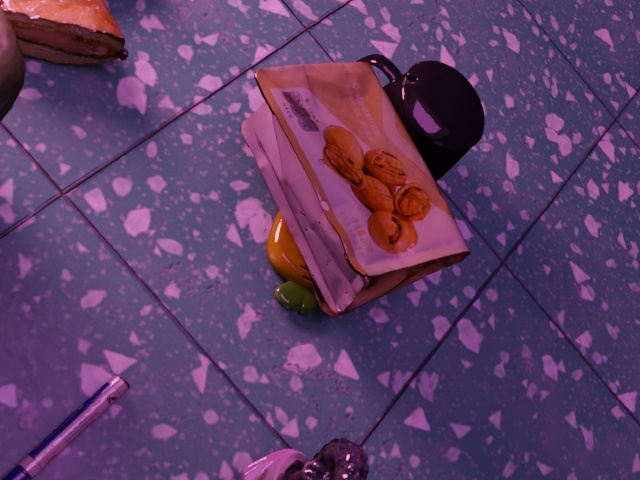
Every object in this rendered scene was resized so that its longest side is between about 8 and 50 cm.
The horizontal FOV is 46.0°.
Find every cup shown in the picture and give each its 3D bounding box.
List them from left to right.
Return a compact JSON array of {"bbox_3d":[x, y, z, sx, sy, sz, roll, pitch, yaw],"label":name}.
[{"bbox_3d":[0.128,-0.190,1.137,0.223,0.176,0.169,49,58,-5],"label":"cup"}]

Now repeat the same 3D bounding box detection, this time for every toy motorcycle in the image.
[{"bbox_3d":[-0.059,0.364,0.830,0.143,0.188,0.327,36,72,-26],"label":"toy motorcycle"}]

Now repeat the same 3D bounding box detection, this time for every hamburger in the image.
[{"bbox_3d":[-0.336,-0.286,0.970,0.176,0.087,0.102,5,57,-21],"label":"hamburger"}]

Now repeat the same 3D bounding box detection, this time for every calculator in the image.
[{"bbox_3d":[0.000,0.000,1.074,0.146,0.032,0.235,30,57,-16],"label":"calculator"}]

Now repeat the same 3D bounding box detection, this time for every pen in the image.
[{"bbox_3d":[-0.291,0.222,0.824,0.025,0.025,0.204,49,56,-4],"label":"pen"}]

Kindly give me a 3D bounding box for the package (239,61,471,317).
[{"bbox_3d":[0.024,-0.067,1.012,0.221,0.165,0.311,-14,70,-39],"label":"package"}]

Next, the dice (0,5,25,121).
[{"bbox_3d":[-0.467,-0.153,0.715,0.254,0.249,0.252,44,44,-15],"label":"dice"}]
